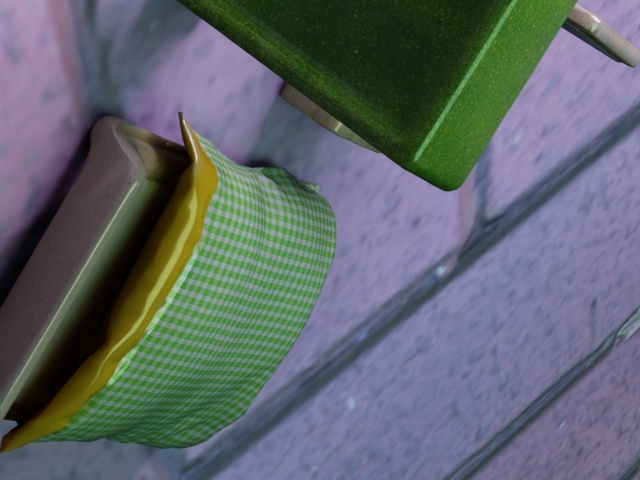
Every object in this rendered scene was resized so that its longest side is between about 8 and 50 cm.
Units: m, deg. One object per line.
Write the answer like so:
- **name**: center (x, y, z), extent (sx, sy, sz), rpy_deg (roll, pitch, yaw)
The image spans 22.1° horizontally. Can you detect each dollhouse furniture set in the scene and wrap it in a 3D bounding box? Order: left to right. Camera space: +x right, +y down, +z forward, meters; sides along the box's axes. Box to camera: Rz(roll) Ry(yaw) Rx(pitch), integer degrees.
- **dollhouse furniture set**: center (0.000, 0.000, 0.728), extent (0.301, 0.151, 0.197), rpy_deg (-58, 150, 7)
